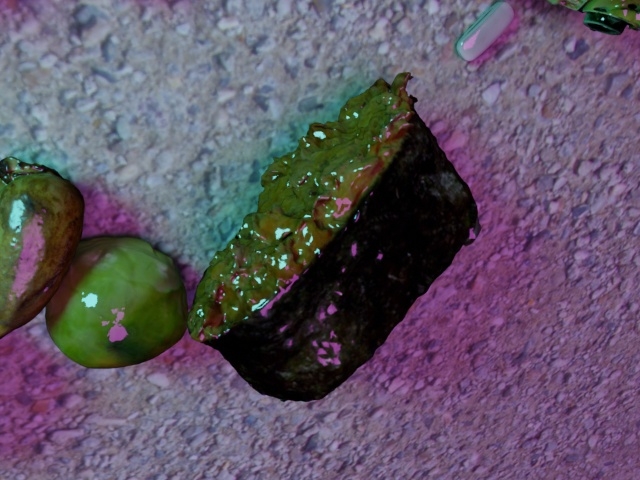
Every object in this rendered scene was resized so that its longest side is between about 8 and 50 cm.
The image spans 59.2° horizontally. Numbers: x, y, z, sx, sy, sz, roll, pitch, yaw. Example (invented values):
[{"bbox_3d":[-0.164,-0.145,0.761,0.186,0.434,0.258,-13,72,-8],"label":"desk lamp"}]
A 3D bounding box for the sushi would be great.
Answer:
[{"bbox_3d":[0.000,0.000,0.629,0.348,0.234,0.207,-50,120,-20],"label":"sushi"}]

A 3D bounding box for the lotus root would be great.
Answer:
[{"bbox_3d":[-0.299,0.017,0.570,0.094,0.108,0.190,12,87,-29],"label":"lotus root"}]

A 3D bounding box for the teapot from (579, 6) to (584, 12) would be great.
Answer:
[{"bbox_3d":[0.327,-0.330,0.689,0.057,0.066,0.088,28,81,-12],"label":"teapot"}]

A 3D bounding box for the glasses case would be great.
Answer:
[{"bbox_3d":[0.203,-0.258,0.694,0.083,0.021,0.032,-46,124,5],"label":"glasses case"}]

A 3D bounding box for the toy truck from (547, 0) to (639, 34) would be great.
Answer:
[{"bbox_3d":[0.256,-0.311,0.591,0.259,0.135,0.128,19,107,-7],"label":"toy truck"}]

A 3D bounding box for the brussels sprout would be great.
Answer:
[{"bbox_3d":[-0.230,0.078,0.637,0.151,0.122,0.149,-38,124,2],"label":"brussels sprout"}]
